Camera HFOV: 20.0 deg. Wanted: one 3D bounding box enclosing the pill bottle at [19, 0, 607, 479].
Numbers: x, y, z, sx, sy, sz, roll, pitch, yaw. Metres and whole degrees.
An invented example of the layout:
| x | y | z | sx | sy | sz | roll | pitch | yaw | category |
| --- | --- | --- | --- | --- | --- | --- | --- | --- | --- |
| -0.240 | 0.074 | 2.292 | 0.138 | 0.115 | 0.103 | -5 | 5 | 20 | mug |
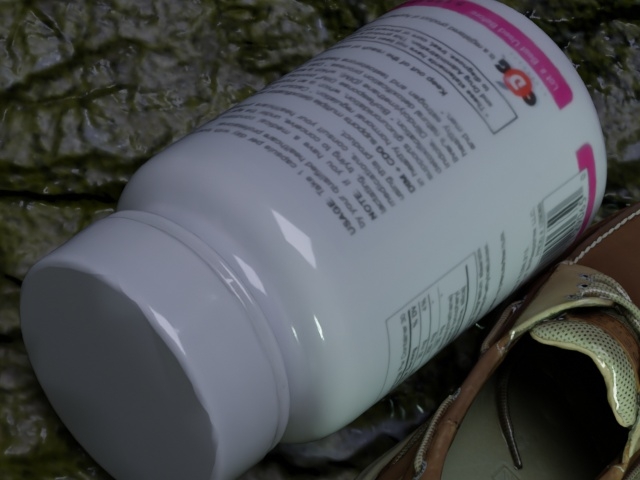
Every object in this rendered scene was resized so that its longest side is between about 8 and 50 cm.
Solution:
| x | y | z | sx | sy | sz | roll | pitch | yaw | category |
| --- | --- | --- | --- | --- | --- | --- | --- | --- | --- |
| 0.000 | 0.000 | 0.901 | 0.283 | 0.160 | 0.160 | -35 | 79 | -36 | pill bottle |

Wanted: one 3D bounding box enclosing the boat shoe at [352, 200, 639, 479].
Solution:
| x | y | z | sx | sy | sz | roll | pitch | yaw | category |
| --- | --- | --- | --- | --- | --- | --- | --- | --- | --- |
| 0.132 | 0.082 | 0.935 | 0.122 | 0.120 | 0.324 | 41 | 53 | 3 | boat shoe |
